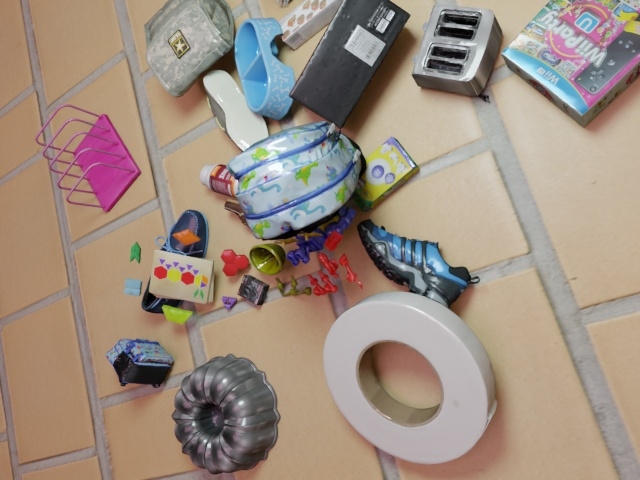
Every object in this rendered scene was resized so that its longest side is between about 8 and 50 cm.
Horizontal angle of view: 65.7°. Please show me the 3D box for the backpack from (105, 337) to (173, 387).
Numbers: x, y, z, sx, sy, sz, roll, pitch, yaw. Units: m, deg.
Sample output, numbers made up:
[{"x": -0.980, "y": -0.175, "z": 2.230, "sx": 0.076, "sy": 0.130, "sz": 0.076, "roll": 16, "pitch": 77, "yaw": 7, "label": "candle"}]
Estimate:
[{"x": -0.562, "y": 0.359, "z": 1.521, "sx": 0.173, "sy": 0.158, "sz": 0.116, "roll": 31, "pitch": 93, "yaw": 38, "label": "backpack"}]

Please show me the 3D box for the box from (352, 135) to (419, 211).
[{"x": 0.144, "y": -0.161, "z": 1.236, "sx": 0.179, "sy": 0.043, "sz": 0.105, "roll": -41, "pitch": 69, "yaw": 22, "label": "box"}]

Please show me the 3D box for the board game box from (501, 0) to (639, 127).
[{"x": 0.564, "y": -0.420, "z": 0.998, "sx": 0.303, "sy": 0.098, "sz": 0.224, "roll": -48, "pitch": 67, "yaw": 18, "label": "board game box"}]

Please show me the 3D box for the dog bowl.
[{"x": -0.161, "y": -0.476, "z": 1.361, "sx": 0.166, "sy": 0.074, "sz": 0.297, "roll": -33, "pitch": 68, "yaw": 50, "label": "dog bowl"}]

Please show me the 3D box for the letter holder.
[{"x": 0.068, "y": -0.455, "z": 1.251, "sx": 0.152, "sy": 0.214, "sz": 0.301, "roll": 31, "pitch": 104, "yaw": -6, "label": "letter holder"}]

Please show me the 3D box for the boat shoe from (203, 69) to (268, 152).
[{"x": -0.240, "y": -0.350, "z": 1.426, "sx": 0.109, "sy": 0.091, "sz": 0.304, "roll": -27, "pitch": 74, "yaw": -18, "label": "boat shoe"}]

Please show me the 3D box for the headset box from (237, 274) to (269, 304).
[{"x": -0.186, "y": 0.141, "z": 1.397, "sx": 0.083, "sy": 0.032, "sz": 0.062, "roll": 25, "pitch": 98, "yaw": 29, "label": "headset box"}]

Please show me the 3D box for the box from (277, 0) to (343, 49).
[{"x": 0.028, "y": -0.637, "z": 1.316, "sx": 0.324, "sy": 0.067, "sz": 0.063, "roll": -30, "pitch": 73, "yaw": 24, "label": "box"}]

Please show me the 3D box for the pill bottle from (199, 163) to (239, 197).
[{"x": -0.271, "y": -0.173, "z": 1.433, "sx": 0.152, "sy": 0.086, "sz": 0.086, "roll": 17, "pitch": 95, "yaw": 28, "label": "pill bottle"}]

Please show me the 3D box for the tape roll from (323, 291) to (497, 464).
[{"x": 0.186, "y": 0.303, "z": 1.098, "sx": 0.392, "sy": 0.072, "sz": 0.391, "roll": 11, "pitch": 110, "yaw": 31, "label": "tape roll"}]

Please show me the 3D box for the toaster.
[{"x": 0.313, "y": -0.425, "z": 1.124, "sx": 0.186, "sy": 0.110, "sz": 0.167, "roll": 21, "pitch": 97, "yaw": 27, "label": "toaster"}]

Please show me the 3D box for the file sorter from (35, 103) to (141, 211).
[{"x": -0.789, "y": -0.278, "z": 1.662, "sx": 0.202, "sy": 0.182, "sz": 0.290, "roll": -43, "pitch": 68, "yaw": 19, "label": "file sorter"}]

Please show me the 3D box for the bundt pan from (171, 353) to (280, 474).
[{"x": -0.283, "y": 0.489, "z": 1.375, "sx": 0.331, "sy": 0.124, "sz": 0.330, "roll": -2, "pitch": 86, "yaw": 29, "label": "bundt pan"}]

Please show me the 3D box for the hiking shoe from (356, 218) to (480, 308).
[{"x": 0.214, "y": 0.041, "z": 1.167, "sx": 0.132, "sy": 0.113, "sz": 0.304, "roll": -40, "pitch": 62, "yaw": -10, "label": "hiking shoe"}]

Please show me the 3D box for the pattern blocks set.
[{"x": -0.392, "y": 0.106, "z": 1.423, "sx": 0.325, "sy": 0.026, "sz": 0.285, "roll": 20, "pitch": 106, "yaw": -5, "label": "pattern blocks set"}]

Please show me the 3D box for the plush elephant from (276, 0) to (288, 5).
[{"x": -0.079, "y": -0.795, "z": 1.260, "sx": 0.330, "sy": 0.256, "sz": 0.271, "roll": -33, "pitch": 54, "yaw": 30, "label": "plush elephant"}]

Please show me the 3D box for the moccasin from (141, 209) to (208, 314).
[{"x": -0.436, "y": 0.071, "z": 1.486, "sx": 0.138, "sy": 0.117, "sz": 0.341, "roll": 21, "pitch": 96, "yaw": 28, "label": "moccasin"}]

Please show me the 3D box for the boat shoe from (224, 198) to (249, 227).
[{"x": -0.189, "y": -0.068, "z": 1.389, "sx": 0.207, "sy": 0.073, "sz": 0.073, "roll": 15, "pitch": 92, "yaw": 28, "label": "boat shoe"}]

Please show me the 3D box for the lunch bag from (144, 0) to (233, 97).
[{"x": -0.378, "y": -0.582, "z": 1.437, "sx": 0.235, "sy": 0.169, "sz": 0.286, "roll": -33, "pitch": 53, "yaw": 23, "label": "lunch bag"}]

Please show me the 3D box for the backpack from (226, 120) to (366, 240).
[{"x": -0.057, "y": -0.132, "z": 1.073, "sx": 0.290, "sy": 0.355, "sz": 0.273, "roll": -14, "pitch": 123, "yaw": 15, "label": "backpack"}]

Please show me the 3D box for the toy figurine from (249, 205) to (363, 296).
[{"x": 0.000, "y": 0.000, "z": 1.264, "sx": 0.191, "sy": 0.217, "sz": 0.363, "roll": 48, "pitch": 148, "yaw": -17, "label": "toy figurine"}]
